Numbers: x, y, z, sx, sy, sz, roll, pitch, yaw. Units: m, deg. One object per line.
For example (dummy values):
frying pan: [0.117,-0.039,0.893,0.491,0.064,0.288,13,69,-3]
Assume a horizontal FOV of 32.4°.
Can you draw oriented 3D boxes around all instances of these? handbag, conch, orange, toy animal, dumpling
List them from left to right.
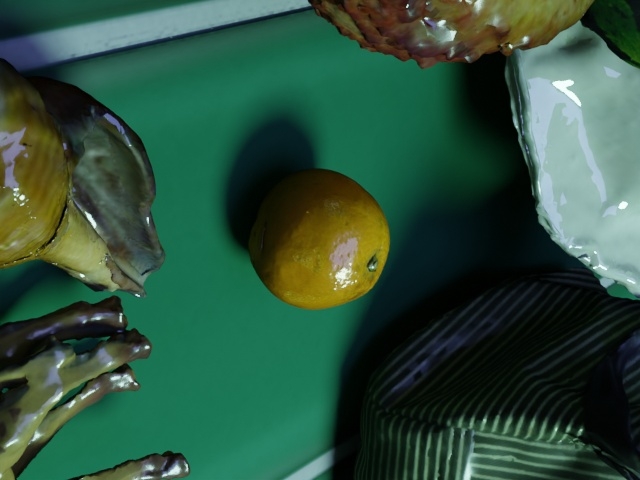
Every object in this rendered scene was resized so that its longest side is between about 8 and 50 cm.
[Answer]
toy animal: [-0.164,0.150,0.522,0.275,0.054,0.149,-56,138,-14]
conch: [-0.126,-0.029,0.474,0.086,0.080,0.232,-56,167,4]
orange: [0.000,0.001,0.631,0.083,0.083,0.084,-26,126,-42]
handbag: [0.200,0.161,0.826,0.340,0.240,0.247,-14,117,-45]
dumpling: [0.235,-0.154,0.774,0.260,0.181,0.341,17,110,-37]

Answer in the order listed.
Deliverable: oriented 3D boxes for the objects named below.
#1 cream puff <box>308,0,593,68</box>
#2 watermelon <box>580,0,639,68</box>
cream puff: [0.061,-0.201,0.541,0.240,0.164,0.240,-3,94,-44]
watermelon: [0.191,-0.245,0.668,0.129,0.123,0.301,6,76,-36]
